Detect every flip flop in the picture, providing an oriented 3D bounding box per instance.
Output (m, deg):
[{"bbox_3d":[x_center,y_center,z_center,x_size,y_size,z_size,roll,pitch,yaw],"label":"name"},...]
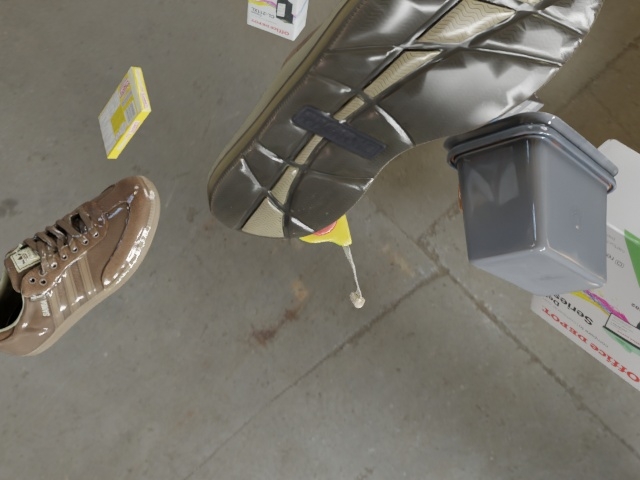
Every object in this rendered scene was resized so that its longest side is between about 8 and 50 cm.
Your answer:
[{"bbox_3d":[0.030,-0.093,0.445,0.112,0.080,0.277,26,136,-27],"label":"flip flop"}]

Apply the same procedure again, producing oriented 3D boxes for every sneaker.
[{"bbox_3d":[-0.203,0.020,0.607,0.188,0.066,0.071,-48,148,10],"label":"sneaker"}]

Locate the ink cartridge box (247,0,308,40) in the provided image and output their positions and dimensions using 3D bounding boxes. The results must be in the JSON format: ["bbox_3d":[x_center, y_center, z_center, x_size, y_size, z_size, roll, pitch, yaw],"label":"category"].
[{"bbox_3d":[-0.096,-0.566,1.788,0.127,0.072,0.175,22,144,8],"label":"ink cartridge box"}]

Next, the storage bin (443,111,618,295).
[{"bbox_3d":[0.146,-0.016,0.546,0.098,0.091,0.135,-14,155,39],"label":"storage bin"}]

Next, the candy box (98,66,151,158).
[{"bbox_3d":[-0.418,-0.267,1.642,0.027,0.105,0.206,-1,158,-37],"label":"candy box"}]

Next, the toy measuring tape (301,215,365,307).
[{"bbox_3d":[0.000,0.000,1.542,0.121,0.121,0.330,-13,114,4],"label":"toy measuring tape"}]

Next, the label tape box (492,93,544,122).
[{"bbox_3d":[0.344,-0.346,1.614,0.106,0.334,0.240,-39,80,24],"label":"label tape box"}]

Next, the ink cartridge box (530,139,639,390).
[{"bbox_3d":[0.387,0.043,0.967,0.117,0.201,0.278,-39,149,-18],"label":"ink cartridge box"}]
